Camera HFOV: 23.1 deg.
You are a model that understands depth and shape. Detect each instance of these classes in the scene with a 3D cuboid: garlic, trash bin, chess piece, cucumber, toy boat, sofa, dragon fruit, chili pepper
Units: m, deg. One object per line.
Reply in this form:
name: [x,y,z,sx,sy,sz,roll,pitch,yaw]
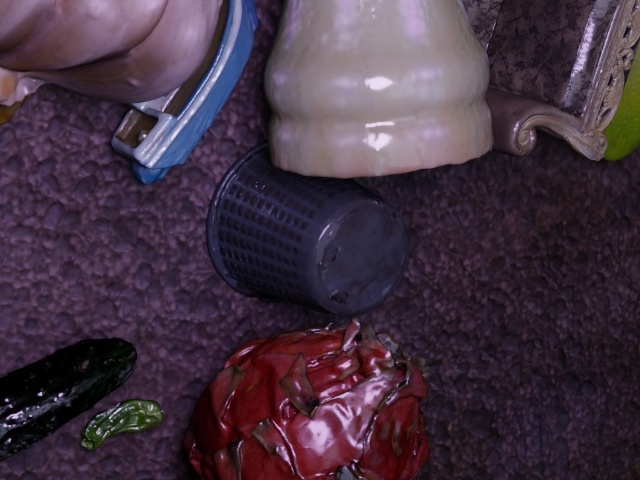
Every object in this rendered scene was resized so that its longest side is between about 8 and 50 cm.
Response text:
garlic: [-0.188,-0.225,1.297,0.292,0.210,0.237,-28,148,23]
trash bin: [0.000,0.000,1.557,0.175,0.161,0.175,-13,113,-32]
chess piece: [0.042,-0.293,1.459,0.234,0.234,0.442,-12,105,-32]
cucumber: [-0.298,0.167,1.455,0.303,0.081,0.072,-28,90,-25]
toy boat: [-0.137,-0.162,1.454,0.102,0.088,0.215,36,84,-33]
sofa: [0.201,-0.220,1.602,0.182,0.200,0.258,12,99,-39]
dragon fruit: [-0.004,0.201,1.554,0.244,0.244,0.299,28,128,-38]
chili pepper: [-0.197,0.180,1.559,0.091,0.030,0.034,-19,140,-27]

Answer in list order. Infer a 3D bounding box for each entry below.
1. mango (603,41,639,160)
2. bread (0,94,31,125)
mango: [0.366,-0.255,1.735,0.192,0.156,0.343,14,100,-29]
bread: [-0.302,-0.125,1.368,0.110,0.060,0.066,-44,94,-15]
